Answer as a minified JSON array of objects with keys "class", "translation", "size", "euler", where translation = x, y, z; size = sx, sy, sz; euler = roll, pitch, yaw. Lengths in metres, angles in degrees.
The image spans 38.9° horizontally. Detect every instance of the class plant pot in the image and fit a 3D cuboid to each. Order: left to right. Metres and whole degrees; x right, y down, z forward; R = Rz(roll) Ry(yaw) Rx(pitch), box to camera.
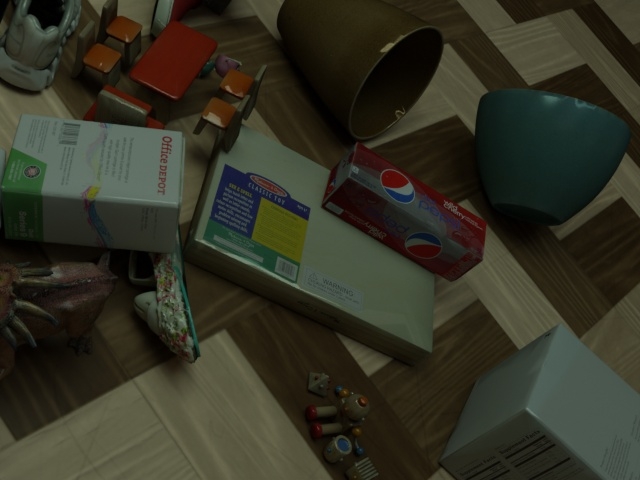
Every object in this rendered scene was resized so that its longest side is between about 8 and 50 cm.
[{"class":"plant pot","translation":[0.050,-0.351,1.626],"size":[0.254,0.237,0.237],"euler":[44,40,21]},{"class":"plant pot","translation":[0.417,-0.140,1.715],"size":[0.290,0.290,0.195],"euler":[20,82,-24]}]

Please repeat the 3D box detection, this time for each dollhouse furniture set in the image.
[{"class":"dollhouse furniture set","translation":[-0.234,-0.230,1.311],"size":[0.262,0.135,0.259],"euler":[26,51,-2]}]

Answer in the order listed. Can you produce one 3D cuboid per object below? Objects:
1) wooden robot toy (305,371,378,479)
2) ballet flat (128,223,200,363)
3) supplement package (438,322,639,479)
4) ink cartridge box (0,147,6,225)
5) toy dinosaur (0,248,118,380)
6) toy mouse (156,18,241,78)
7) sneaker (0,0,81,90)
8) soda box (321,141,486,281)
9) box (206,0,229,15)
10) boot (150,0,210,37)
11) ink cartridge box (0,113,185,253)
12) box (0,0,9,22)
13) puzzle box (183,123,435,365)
[{"class":"wooden robot toy","translation":[0.034,0.240,1.219],"size":[0.076,0.079,0.173],"euler":[3,55,-37]},{"class":"ballet flat","translation":[-0.210,0.060,1.190],"size":[0.077,0.091,0.241],"euler":[-10,55,-8]},{"class":"supplement package","translation":[0.356,0.307,1.325],"size":[0.263,0.198,0.199],"euler":[42,42,-2]},{"class":"ink cartridge box","translation":[-0.525,-0.123,1.096],"size":[0.275,0.060,0.238],"euler":[13,51,-30]},{"class":"toy dinosaur","translation":[-0.307,0.066,1.003],"size":[0.296,0.200,0.127],"euler":[-26,75,-47]},{"class":"toy mouse","translation":[-0.182,-0.288,1.475],"size":[0.161,0.143,0.031],"euler":[25,79,25]},{"class":"sneaker","translation":[-0.400,-0.353,1.337],"size":[0.110,0.118,0.292],"euler":[18,46,-24]},{"class":"soda box","translation":[0.137,-0.042,1.448],"size":[0.263,0.083,0.092],"euler":[31,44,-15]},{"class":"box","translation":[-0.210,-0.539,1.679],"size":[0.183,0.056,0.231],"euler":[34,43,-11]},{"class":"boot","translation":[-0.179,-0.422,1.540],"size":[0.176,0.088,0.244],"euler":[24,67,-16]},{"class":"ink cartridge box","translation":[-0.283,-0.072,1.156],"size":[0.212,0.093,0.154],"euler":[4,43,-10]},{"class":"box","translation":[-0.503,-0.397,1.265],"size":[0.108,0.153,0.207],"euler":[5,53,-35]},{"class":"puzzle box","translation":[0.000,0.000,1.408],"size":[0.409,0.052,0.272],"euler":[27,45,-18]}]
